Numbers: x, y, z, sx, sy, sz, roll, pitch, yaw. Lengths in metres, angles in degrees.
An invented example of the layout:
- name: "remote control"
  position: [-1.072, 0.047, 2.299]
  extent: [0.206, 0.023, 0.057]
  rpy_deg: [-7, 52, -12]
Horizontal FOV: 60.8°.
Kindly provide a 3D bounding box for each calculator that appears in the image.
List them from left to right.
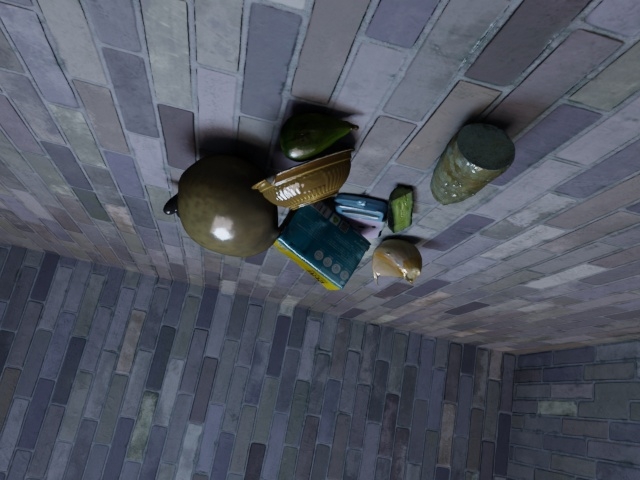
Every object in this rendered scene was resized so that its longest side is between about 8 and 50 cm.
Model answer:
- name: "calculator"
  position: [0.126, -0.073, 1.735]
  extent: [0.173, 0.051, 0.293]
  rpy_deg: [11, 163, 5]

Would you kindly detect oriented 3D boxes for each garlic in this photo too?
- name: "garlic"
  position: [0.262, 0.078, 1.947]
  extent: [0.145, 0.164, 0.245]
  rpy_deg: [0, 174, -25]

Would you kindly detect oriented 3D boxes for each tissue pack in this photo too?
- name: "tissue pack"
  position: [-0.002, 0.007, 1.702]
  extent: [0.271, 0.192, 0.134]
  rpy_deg: [40, 163, -16]

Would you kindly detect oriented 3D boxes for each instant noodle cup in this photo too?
- name: "instant noodle cup"
  position: [-0.029, -0.135, 1.331]
  extent: [0.274, 0.091, 0.274]
  rpy_deg: [-20, -177, 1]

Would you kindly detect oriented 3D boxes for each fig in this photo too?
- name: "fig"
  position: [-0.005, -0.242, 1.214]
  extent: [0.177, 0.117, 0.117]
  rpy_deg: [-20, 154, 14]

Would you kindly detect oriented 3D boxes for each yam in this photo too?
- name: "yam"
  position: [0.326, -0.158, 1.234]
  extent: [0.133, 0.133, 0.330]
  rpy_deg: [11, 167, 1]

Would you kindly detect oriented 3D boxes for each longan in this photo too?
- name: "longan"
  position: [-0.247, -0.094, 1.521]
  extent: [0.288, 0.288, 0.350]
  rpy_deg: [5, 154, 18]

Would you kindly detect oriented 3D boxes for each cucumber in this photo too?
- name: "cucumber"
  position: [0.226, -0.099, 1.591]
  extent: [0.078, 0.062, 0.211]
  rpy_deg: [-27, 153, -4]

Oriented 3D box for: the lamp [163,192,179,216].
- name: "lamp"
  position: [-0.374, -0.080, 1.778]
  extent: [0.244, 0.198, 0.198]
  rpy_deg: [22, 168, 23]
